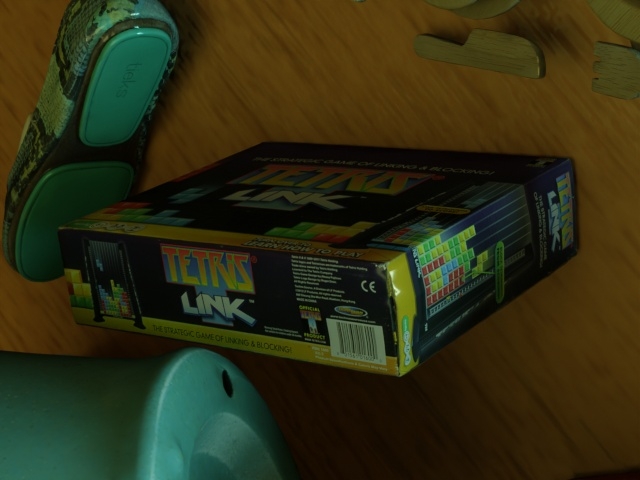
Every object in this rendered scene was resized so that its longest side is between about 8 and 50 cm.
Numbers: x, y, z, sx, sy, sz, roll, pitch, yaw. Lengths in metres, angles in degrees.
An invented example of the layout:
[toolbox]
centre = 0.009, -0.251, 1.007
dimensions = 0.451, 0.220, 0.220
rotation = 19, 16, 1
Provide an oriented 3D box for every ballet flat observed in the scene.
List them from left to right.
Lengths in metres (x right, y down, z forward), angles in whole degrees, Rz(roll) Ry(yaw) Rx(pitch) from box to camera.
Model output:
[ballet flat]
centre = -0.123, -0.060, 0.730
dimensions = 0.070, 0.070, 0.188
rotation = 44, 128, 14

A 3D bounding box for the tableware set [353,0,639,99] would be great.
[tableware set]
centre = 0.079, -0.116, 0.507
dimensions = 0.194, 0.039, 0.128
rotation = 22, 119, 53

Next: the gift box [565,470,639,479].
[gift box]
centre = 0.155, 0.247, 0.507
dimensions = 0.255, 0.276, 0.258
rotation = -15, 101, 46

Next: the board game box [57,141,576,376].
[board game box]
centre = 0.000, 0.000, 0.597
dimensions = 0.170, 0.141, 0.048
rotation = 6, 113, 36

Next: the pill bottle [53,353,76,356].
[pill bottle]
centre = -0.117, 0.213, 0.771
dimensions = 0.278, 0.162, 0.162
rotation = 52, 131, 7

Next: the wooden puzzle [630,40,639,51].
[wooden puzzle]
centre = 0.208, -0.037, 0.444
dimensions = 0.221, 0.044, 0.238
rotation = -20, 80, 41

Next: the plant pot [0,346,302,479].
[plant pot]
centre = -0.137, 0.161, 0.554
dimensions = 0.255, 0.271, 0.271
rotation = -16, 100, 14
